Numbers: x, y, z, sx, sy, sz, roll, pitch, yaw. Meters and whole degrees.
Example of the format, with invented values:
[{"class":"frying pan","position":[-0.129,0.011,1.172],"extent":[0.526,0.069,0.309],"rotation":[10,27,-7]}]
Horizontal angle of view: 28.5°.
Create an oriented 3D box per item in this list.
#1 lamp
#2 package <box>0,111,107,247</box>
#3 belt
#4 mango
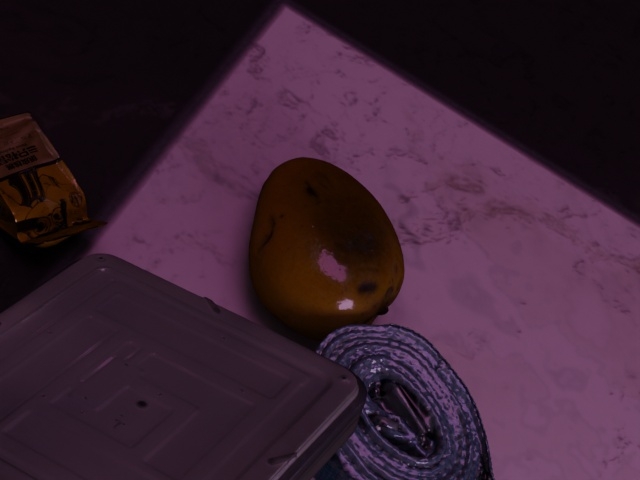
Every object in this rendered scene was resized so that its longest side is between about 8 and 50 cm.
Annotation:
[{"class":"lamp","position":[-0.137,0.122,0.896],"extent":[0.269,0.047,0.266],"rotation":[24,36,20]},{"class":"package","position":[-0.242,-0.042,1.047],"extent":[0.071,0.047,0.131],"rotation":[-25,70,-41]},{"class":"belt","position":[0.052,0.152,1.017],"extent":[0.147,0.082,0.163],"rotation":[-3,61,-14]},{"class":"mango","position":[0.000,0.000,1.103],"extent":[0.137,0.098,0.195],"rotation":[-2,51,-23]}]
